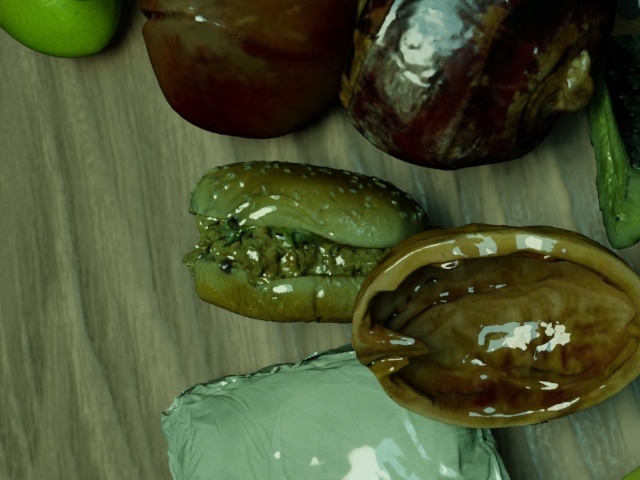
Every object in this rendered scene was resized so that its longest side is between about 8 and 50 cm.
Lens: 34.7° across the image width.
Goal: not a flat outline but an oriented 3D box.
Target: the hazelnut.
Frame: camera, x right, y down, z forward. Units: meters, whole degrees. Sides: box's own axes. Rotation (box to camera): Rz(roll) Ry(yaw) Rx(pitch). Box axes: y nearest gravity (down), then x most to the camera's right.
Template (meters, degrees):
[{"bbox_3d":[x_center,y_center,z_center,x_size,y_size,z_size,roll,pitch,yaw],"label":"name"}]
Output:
[{"bbox_3d":[-0.064,-0.181,0.876,0.208,0.208,0.208,-3,83,23],"label":"hazelnut"}]

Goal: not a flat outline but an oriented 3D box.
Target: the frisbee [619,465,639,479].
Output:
[{"bbox_3d":[0.282,0.185,0.666,0.236,0.236,0.017,-14,106,21],"label":"frisbee"}]

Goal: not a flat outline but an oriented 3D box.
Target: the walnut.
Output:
[{"bbox_3d":[0.130,0.049,0.731,0.211,0.087,0.167,-4,120,12],"label":"walnut"}]

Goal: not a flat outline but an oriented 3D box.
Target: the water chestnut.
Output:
[{"bbox_3d":[0.102,-0.166,0.795,0.238,0.224,0.223,30,97,8],"label":"water chestnut"}]

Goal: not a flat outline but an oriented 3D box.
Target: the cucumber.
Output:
[{"bbox_3d":[0.233,-0.074,0.738,0.062,0.211,0.078,5,125,5],"label":"cucumber"}]

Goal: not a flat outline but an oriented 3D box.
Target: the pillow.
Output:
[{"bbox_3d":[0.012,0.215,0.840,0.310,0.138,0.283,-15,70,20],"label":"pillow"}]

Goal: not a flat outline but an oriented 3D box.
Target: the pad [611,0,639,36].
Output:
[{"bbox_3d":[0.213,-0.329,0.837,0.287,0.018,0.284,34,113,25],"label":"pad"}]

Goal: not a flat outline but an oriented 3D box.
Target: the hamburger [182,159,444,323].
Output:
[{"bbox_3d":[0.000,0.000,0.835,0.215,0.189,0.122,4,92,-16],"label":"hamburger"}]

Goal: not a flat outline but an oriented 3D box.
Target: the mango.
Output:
[{"bbox_3d":[-0.281,-0.318,1.016,0.186,0.149,0.272,3,90,21],"label":"mango"}]
